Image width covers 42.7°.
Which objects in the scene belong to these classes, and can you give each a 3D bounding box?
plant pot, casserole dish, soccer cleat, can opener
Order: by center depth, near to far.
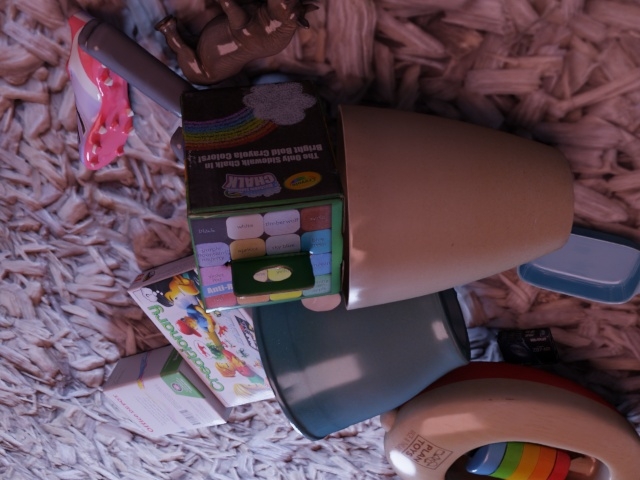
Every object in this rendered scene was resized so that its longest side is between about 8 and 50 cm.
[{"bbox_3d":[0.162,-0.049,1.024,0.274,0.256,0.256,-3,133,-2],"label":"plant pot"},{"bbox_3d":[-0.199,-0.177,1.070,0.280,0.093,0.074,41,173,-40],"label":"can opener"},{"bbox_3d":[0.365,0.028,1.143,0.189,0.037,0.114,14,135,8],"label":"casserole dish"},{"bbox_3d":[-0.315,-0.204,1.149,0.095,0.083,0.248,44,143,18],"label":"soccer cleat"},{"bbox_3d":[0.072,0.126,1.198,0.255,0.271,0.271,-20,124,15],"label":"plant pot"}]

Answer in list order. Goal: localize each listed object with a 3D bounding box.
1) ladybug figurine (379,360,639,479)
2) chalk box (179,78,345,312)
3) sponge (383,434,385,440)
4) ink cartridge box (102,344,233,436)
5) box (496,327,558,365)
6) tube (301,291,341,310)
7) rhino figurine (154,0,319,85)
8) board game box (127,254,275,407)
[{"bbox_3d":[0.303,0.308,1.300,0.450,0.161,0.305,19,131,-17],"label":"ladybug figurine"},{"bbox_3d":[-0.070,-0.035,1.001,0.180,0.289,0.179,-6,139,-5],"label":"chalk box"},{"bbox_3d":[0.218,0.338,1.489,0.117,0.031,0.210,30,134,-9],"label":"sponge"},{"bbox_3d":[-0.288,0.288,1.577,0.212,0.093,0.154,-20,122,31],"label":"ink cartridge box"},{"bbox_3d":[0.330,0.171,1.301,0.083,0.018,0.067,-8,129,26],"label":"box"},{"bbox_3d":[0.000,0.000,1.131,0.052,0.207,0.080,16,136,-18],"label":"tube"},{"bbox_3d":[-0.093,-0.267,1.003,0.243,0.073,0.106,-20,119,31],"label":"rhino figurine"},{"bbox_3d":[-0.171,0.160,1.428,0.193,0.053,0.305,-19,119,32],"label":"board game box"}]
